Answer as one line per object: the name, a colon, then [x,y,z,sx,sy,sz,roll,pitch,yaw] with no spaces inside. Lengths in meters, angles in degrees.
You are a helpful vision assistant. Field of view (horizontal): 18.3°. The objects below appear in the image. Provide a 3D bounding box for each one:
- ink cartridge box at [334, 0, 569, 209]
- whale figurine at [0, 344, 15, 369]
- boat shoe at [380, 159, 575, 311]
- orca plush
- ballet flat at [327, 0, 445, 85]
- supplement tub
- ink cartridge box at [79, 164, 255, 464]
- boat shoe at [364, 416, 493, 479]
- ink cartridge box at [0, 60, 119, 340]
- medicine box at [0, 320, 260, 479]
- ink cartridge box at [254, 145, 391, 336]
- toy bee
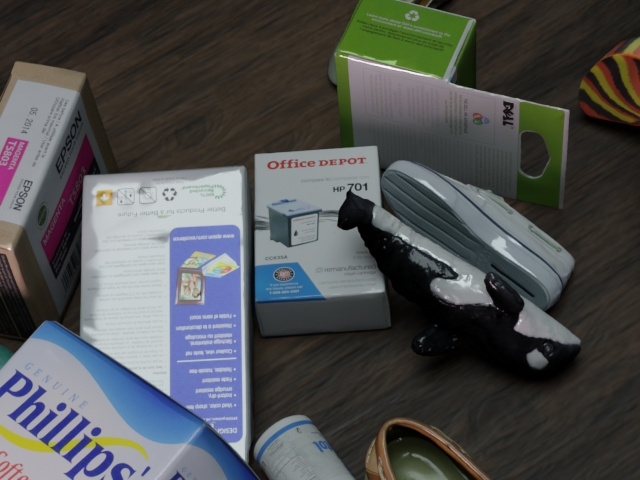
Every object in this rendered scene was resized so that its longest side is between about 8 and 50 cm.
ink cartridge box: [0.153,-0.146,2.136,0.255,0.189,0.097,15,58,14]
whale figurine: [-0.407,0.175,1.979,0.272,0.141,0.216,1,55,-18]
boat shoe: [0.167,-0.015,2.106,0.226,0.083,0.076,41,51,3]
orca plush: [0.122,0.068,2.011,0.287,0.151,0.102,36,82,-22]
ballet flat: [0.080,-0.263,2.292,0.072,0.068,0.213,33,66,25]
supplement tub: [-0.012,0.232,1.973,0.071,0.071,0.107,-31,60,-14]
ink cartridge box: [-0.158,0.105,2.053,0.175,0.069,0.371,-3,67,4]
boat shoe: [0.151,0.294,1.885,0.122,0.120,0.324,-38,61,-17]
ink cartridge box: [-0.303,-0.038,2.111,0.088,0.193,0.235,11,59,13]
medicine box: [-0.241,0.261,1.838,0.263,0.149,0.289,27,72,43]
ink cartridge box: [0.000,0.000,2.120,0.139,0.082,0.191,-4,58,3]
toy bee: [0.430,-0.170,2.132,0.298,0.162,0.195,10,35,7]
